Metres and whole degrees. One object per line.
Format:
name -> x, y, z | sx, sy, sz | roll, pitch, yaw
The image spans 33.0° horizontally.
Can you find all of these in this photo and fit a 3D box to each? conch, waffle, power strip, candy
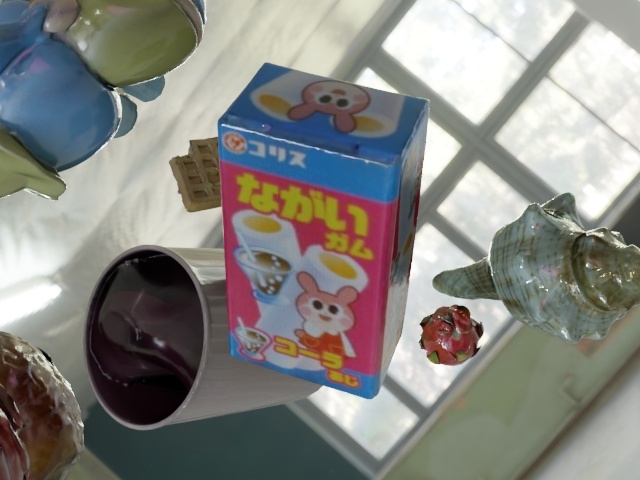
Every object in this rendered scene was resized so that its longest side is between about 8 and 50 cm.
conch -> 0.295, 0.026, 1.448 | 0.203, 0.386, 0.170 | -56, -46, -24
waffle -> -0.110, -0.085, 1.278 | 0.135, 0.092, 0.021 | -11, -20, -28
power strip -> -0.226, -0.166, 1.063 | 0.044, 0.137, 0.216 | -51, 9, 16
candy -> 0.001, -0.001, 0.981 | 0.306, 0.157, 0.100 | 91, -160, -45

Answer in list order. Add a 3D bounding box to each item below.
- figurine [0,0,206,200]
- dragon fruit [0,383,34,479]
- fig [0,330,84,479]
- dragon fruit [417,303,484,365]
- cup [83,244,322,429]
figurine -> -0.194, -0.133, 0.842 | 0.262, 0.154, 0.180 | -38, 10, -23
dragon fruit -> -0.451, 0.244, 1.112 | 0.296, 0.295, 0.302 | -51, 1, 10
fig -> -0.510, 0.252, 1.526 | 0.286, 0.286, 0.368 | -47, 28, -20
dragon fruit -> 0.173, 0.131, 1.462 | 0.086, 0.081, 0.116 | -28, -12, -22
cup -> -0.116, 0.085, 1.327 | 0.273, 0.208, 0.288 | 2, -63, -50
